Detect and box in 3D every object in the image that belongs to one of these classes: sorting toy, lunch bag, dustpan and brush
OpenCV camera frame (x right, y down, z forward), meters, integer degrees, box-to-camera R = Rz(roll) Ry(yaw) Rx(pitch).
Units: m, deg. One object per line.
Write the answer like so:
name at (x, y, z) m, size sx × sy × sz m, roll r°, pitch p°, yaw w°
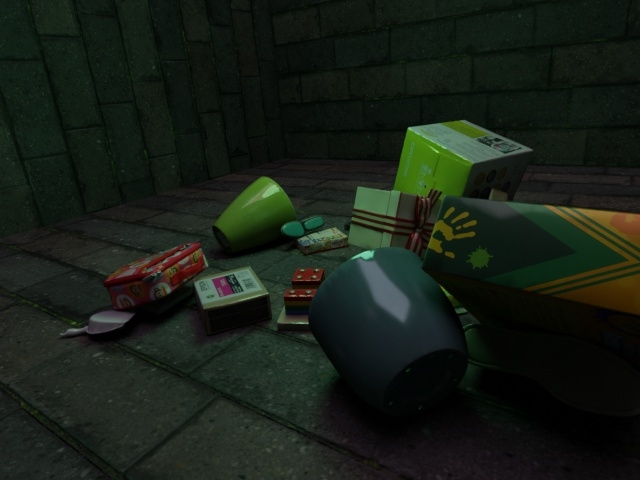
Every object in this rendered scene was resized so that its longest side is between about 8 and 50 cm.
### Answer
sorting toy at (0.021, 0.159, 1.250) m, size 0.255 × 0.090 × 0.257 m, roll -1°, pitch 20°, yaw 10°
lunch bag at (-0.499, 0.106, 1.349) m, size 0.257 × 0.120 × 0.293 m, roll -12°, pitch 14°, yaw 20°
dustpan and brush at (-0.648, 0.246, 1.236) m, size 0.210 × 0.061 × 0.147 m, roll -1°, pitch 7°, yaw -8°

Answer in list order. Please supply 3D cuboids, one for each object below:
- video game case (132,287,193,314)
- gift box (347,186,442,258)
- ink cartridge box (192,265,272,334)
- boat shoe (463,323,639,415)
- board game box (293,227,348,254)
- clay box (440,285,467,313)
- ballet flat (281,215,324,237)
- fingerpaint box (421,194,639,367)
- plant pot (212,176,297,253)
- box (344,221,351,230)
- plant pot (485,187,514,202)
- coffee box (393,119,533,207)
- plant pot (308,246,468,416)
video game case at (-0.526, 0.191, 1.395) m, size 0.143 × 0.019 × 0.157 m, roll 5°, pitch 22°, yaw 25°
gift box at (0.291, -0.071, 1.538) m, size 0.276 × 0.256 × 0.258 m, roll -1°, pitch 12°, yaw -36°
ink cartridge box at (-0.272, 0.173, 1.286) m, size 0.193 × 0.088 × 0.234 m, roll -12°, pitch 21°, yaw -21°
boat shoe at (0.458, 0.253, 0.860) m, size 0.339 × 0.127 × 0.113 m, roll 5°, pitch -12°, yaw 38°
board game box at (0.000, 0.000, 1.762) m, size 0.193 × 0.045 × 0.147 m, roll -11°, pitch 20°, yaw -16°
clay box at (0.330, 0.149, 1.256) m, size 0.127 × 0.053 × 0.222 m, roll -6°, pitch 19°, yaw -11°
ballet flat at (-0.080, -0.050, 1.782) m, size 0.213 × 0.072 × 0.068 m, roll -18°, pitch -7°, yaw -32°
fingerpaint box at (0.461, 0.089, 0.824) m, size 0.370 × 0.163 × 0.444 m, roll 12°, pitch -15°, yaw 39°
plant pot at (-0.299, -0.082, 1.794) m, size 0.293 × 0.275 × 0.274 m, roll -36°, pitch 33°, yaw -28°
box at (0.204, -0.065, 1.919) m, size 0.162 × 0.029 × 0.116 m, roll 11°, pitch 25°, yaw 40°
plant pot at (0.635, -0.017, 1.418) m, size 0.229 × 0.263 × 0.263 m, roll 20°, pitch 26°, yaw 14°
coffee box at (0.527, -0.240, 1.652) m, size 0.334 × 0.338 × 0.338 m, roll -15°, pitch 41°, yaw -29°
plant pot at (0.151, 0.197, 0.853) m, size 0.292 × 0.293 × 0.235 m, roll -11°, pitch 36°, yaw -18°
